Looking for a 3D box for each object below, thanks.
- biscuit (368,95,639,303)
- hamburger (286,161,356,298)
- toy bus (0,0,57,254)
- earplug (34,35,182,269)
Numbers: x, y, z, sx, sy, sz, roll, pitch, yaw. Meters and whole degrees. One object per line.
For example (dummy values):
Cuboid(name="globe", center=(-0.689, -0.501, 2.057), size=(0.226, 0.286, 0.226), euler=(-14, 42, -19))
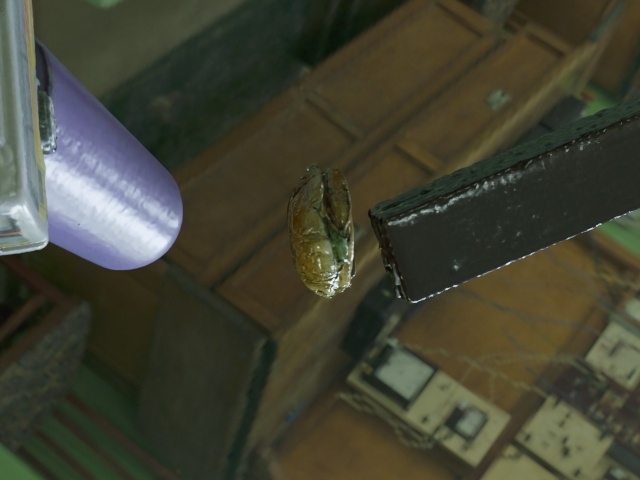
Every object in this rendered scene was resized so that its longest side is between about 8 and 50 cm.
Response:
Cuboid(name="biscuit", center=(0.246, -0.054, 1.371), size=(0.388, 0.107, 0.073), euler=(-23, -164, -7))
Cuboid(name="hamburger", center=(0.000, -0.003, 1.553), size=(0.102, 0.087, 0.176), euler=(-86, 174, -72))
Cuboid(name="toy bus", center=(-0.193, -0.127, 0.655), size=(0.106, 0.092, 0.268), euler=(145, -59, -81))
Cuboid(name="earplug", center=(-0.332, -0.092, 1.631), size=(0.215, 0.215, 0.456), euler=(-54, 152, -4))
